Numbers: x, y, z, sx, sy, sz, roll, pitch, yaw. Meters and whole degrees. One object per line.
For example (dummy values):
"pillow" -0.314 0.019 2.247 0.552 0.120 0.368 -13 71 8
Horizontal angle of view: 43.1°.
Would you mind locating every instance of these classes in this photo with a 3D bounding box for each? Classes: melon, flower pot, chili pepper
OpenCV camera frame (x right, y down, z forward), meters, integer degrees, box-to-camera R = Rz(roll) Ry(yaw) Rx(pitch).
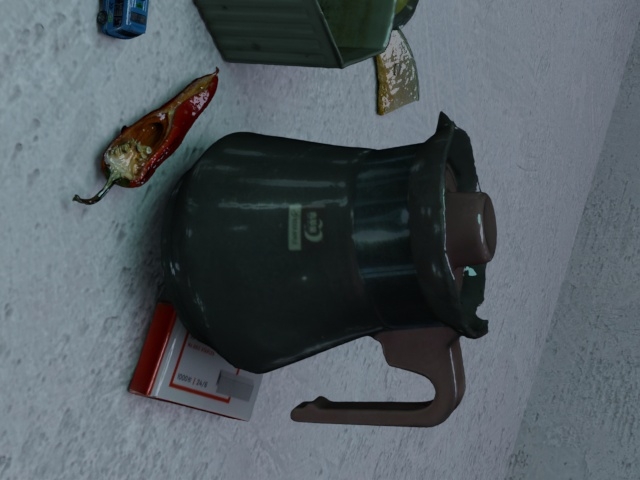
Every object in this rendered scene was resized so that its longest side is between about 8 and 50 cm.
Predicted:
"melon" 0.125 -0.321 1.426 0.098 0.054 0.182 -29 123 -36
"flower pot" -0.024 -0.333 1.018 0.239 0.190 0.209 -35 127 -49
"chili pepper" -0.192 -0.119 0.936 0.268 0.059 0.050 -57 -179 -39

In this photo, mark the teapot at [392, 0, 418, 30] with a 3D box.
"teapot" 0.089 -0.405 1.273 0.165 0.130 0.119 67 15 6

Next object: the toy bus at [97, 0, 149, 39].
"toy bus" -0.207 -0.259 0.867 0.038 0.046 0.083 -1 97 -59

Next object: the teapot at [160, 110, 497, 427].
"teapot" 0.029 0.038 0.976 0.305 0.362 0.376 -15 98 -64

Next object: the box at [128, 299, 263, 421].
"box" -0.153 0.163 1.071 0.229 0.050 0.122 37 66 -56
